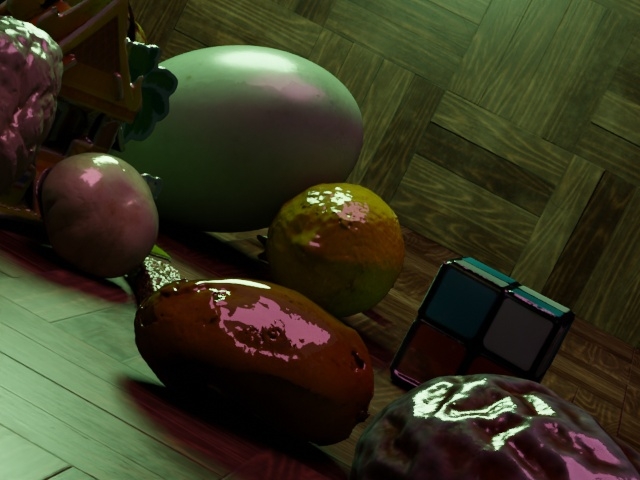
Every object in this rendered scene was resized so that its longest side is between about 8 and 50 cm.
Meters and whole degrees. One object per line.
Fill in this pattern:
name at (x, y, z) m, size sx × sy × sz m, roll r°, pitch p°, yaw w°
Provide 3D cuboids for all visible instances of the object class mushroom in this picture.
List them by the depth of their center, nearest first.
mushroom at (-0.263, -0.027, 1.898) m, size 0.154 × 0.122 × 0.154 m, roll 32°, pitch 43°, yaw -35°

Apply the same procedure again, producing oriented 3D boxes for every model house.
model house at (-0.288, -0.167, 2.041) m, size 0.242 × 0.313 × 0.357 m, roll 36°, pitch 11°, yaw 40°

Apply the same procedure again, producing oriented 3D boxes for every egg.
egg at (-0.130, -0.149, 2.411) m, size 0.388 × 0.276 × 0.276 m, roll -6°, pitch 5°, yaw 6°

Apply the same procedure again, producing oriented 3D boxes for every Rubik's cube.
Rubik's cube at (0.216, 0.137, 2.164) m, size 0.183 × 0.180 × 0.167 m, roll 26°, pitch 7°, yaw 11°

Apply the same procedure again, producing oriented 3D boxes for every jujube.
jujube at (0.149, 0.222, 1.256) m, size 0.246 × 0.215 × 0.308 m, roll 20°, pitch 9°, yaw -43°

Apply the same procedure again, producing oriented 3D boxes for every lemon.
lemon at (0.022, 0.014, 2.293) m, size 0.192 × 0.192 × 0.231 m, roll 29°, pitch 10°, yaw 14°

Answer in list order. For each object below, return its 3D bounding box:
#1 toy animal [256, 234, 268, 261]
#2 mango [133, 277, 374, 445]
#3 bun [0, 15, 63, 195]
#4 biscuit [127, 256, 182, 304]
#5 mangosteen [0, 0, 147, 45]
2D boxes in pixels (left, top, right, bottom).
toy animal at (0.000, 0.000, 2.565) m, size 0.298 × 0.122 × 0.185 m, roll 31°, pitch 9°, yaw 21°
mango at (-0.064, 0.114, 1.605) m, size 0.248 × 0.151 × 0.156 m, roll 19°, pitch -22°, yaw -9°
bun at (-0.410, -0.124, 1.736) m, size 0.281 × 0.205 × 0.281 m, roll -11°, pitch 7°, yaw 2°
biscuit at (-0.184, 0.059, 1.891) m, size 0.064 × 0.034 × 0.199 m, roll 25°, pitch 8°, yaw -19°
mangosteen at (-0.432, -0.298, 2.631) m, size 0.296 × 0.313 × 0.297 m, roll -5°, pitch 36°, yaw 3°
